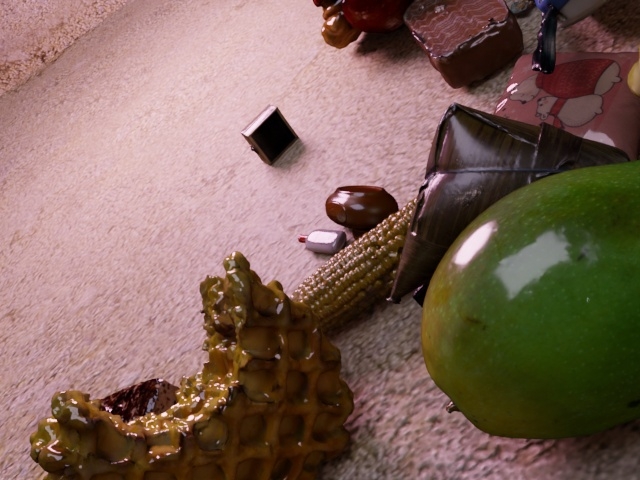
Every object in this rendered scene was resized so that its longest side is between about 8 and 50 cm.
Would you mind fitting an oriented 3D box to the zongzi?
[{"bbox_3d":[0.207,-0.013,0.725,0.221,0.112,0.242,17,88,19],"label":"zongzi"}]

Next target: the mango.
[{"bbox_3d":[0.266,0.034,0.591,0.382,0.201,0.225,-29,73,12],"label":"mango"}]

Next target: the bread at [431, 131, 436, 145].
[{"bbox_3d":[0.203,-0.154,0.969,0.083,0.046,0.081,-42,35,-3],"label":"bread"}]

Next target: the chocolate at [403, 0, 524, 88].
[{"bbox_3d":[0.233,-0.349,1.102,0.148,0.093,0.214,-27,40,12],"label":"chocolate"}]

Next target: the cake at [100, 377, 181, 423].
[{"bbox_3d":[-0.240,0.303,0.819,0.135,0.112,0.246,-12,48,33],"label":"cake"}]

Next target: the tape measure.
[{"bbox_3d":[0.365,-0.365,0.885,0.215,0.098,0.351,-48,7,40],"label":"tape measure"}]

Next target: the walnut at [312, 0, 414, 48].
[{"bbox_3d":[0.076,-0.475,1.252,0.244,0.222,0.269,-47,0,34],"label":"walnut"}]

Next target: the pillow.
[{"bbox_3d":[0.322,-0.163,0.849,0.223,0.084,0.236,11,59,42],"label":"pillow"}]

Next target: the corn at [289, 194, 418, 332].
[{"bbox_3d":[0.093,0.017,0.853,0.320,0.097,0.097,-35,38,8],"label":"corn"}]

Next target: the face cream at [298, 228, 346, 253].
[{"bbox_3d":[0.000,0.000,0.998,0.083,0.021,0.040,7,56,42],"label":"face cream"}]

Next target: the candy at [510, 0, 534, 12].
[{"bbox_3d":[0.394,-0.442,1.102,0.182,0.046,0.053,-36,36,7],"label":"candy"}]

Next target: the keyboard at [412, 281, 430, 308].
[{"bbox_3d":[0.196,0.013,0.795,0.204,0.061,0.013,-46,19,-9],"label":"keyboard"}]

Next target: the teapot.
[{"bbox_3d":[0.056,-0.037,0.956,0.098,0.078,0.129,-9,14,-30],"label":"teapot"}]

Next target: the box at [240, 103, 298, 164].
[{"bbox_3d":[-0.095,-0.194,1.222,0.083,0.079,0.035,-47,40,-10],"label":"box"}]

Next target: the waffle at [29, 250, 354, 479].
[{"bbox_3d":[-0.123,0.190,0.707,0.324,0.261,0.151,-39,17,-20],"label":"waffle"}]

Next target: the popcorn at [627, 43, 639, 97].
[{"bbox_3d":[0.466,-0.237,0.652,0.312,0.312,0.312,-22,41,21],"label":"popcorn"}]
